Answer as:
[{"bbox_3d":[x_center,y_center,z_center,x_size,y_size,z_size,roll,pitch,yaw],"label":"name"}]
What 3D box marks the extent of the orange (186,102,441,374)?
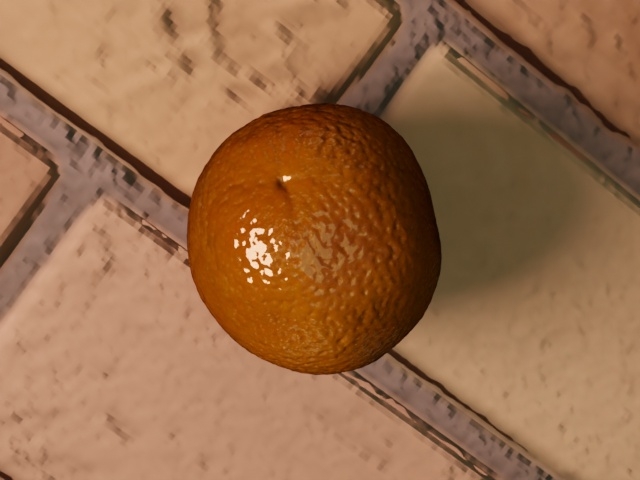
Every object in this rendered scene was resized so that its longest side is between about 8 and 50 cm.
[{"bbox_3d":[0.000,0.000,0.582,0.085,0.085,0.085,-4,102,-17],"label":"orange"}]
